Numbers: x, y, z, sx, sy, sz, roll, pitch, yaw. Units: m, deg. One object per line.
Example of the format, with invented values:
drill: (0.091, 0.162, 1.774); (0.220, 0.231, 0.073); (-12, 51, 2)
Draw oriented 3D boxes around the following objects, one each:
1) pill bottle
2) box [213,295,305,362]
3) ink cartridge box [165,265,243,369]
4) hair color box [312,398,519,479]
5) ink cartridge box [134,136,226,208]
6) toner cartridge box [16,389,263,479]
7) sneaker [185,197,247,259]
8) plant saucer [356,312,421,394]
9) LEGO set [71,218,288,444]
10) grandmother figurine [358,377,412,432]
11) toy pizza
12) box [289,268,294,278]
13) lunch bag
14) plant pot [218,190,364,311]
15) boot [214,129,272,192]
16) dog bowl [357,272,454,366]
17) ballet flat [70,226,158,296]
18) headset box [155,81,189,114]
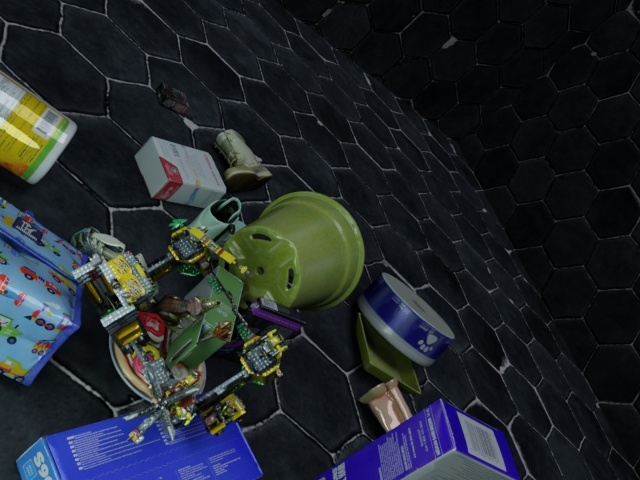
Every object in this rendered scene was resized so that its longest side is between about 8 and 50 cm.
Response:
pill bottle: (-0.563, -0.219, 1.150); (0.245, 0.136, 0.136); (37, 29, -25)
box: (-0.125, 0.179, 1.288); (0.116, 0.162, 0.029); (28, 30, -40)
ink cartridge box: (-0.206, 0.153, 1.177); (0.062, 0.109, 0.209); (38, 29, -22)
hair color box: (0.155, 0.432, 1.190); (0.185, 0.339, 0.110); (33, 28, -30)
ink cartridge box: (-0.317, -0.150, 1.523); (0.175, 0.072, 0.127); (11, 45, -53)
toner cartridge box: (-0.247, 0.336, 0.982); (0.348, 0.075, 0.165); (2, 52, -57)
sneaker: (-0.197, -0.030, 1.464); (0.094, 0.151, 0.256); (52, 24, 8)
plant saucer: (0.161, 0.299, 1.704); (0.188, 0.045, 0.188); (35, 24, -27)
LEGO set: (-0.204, 0.112, 0.975); (0.331, 0.255, 0.192); (62, -16, 19)
grandmother figurine: (0.218, 0.483, 1.506); (0.207, 0.104, 0.342); (-9, 60, -51)
toy pizza: (-0.277, 0.197, 1.169); (0.201, 0.032, 0.201); (37, 28, -24)
box: (-0.031, 0.047, 1.681); (0.101, 0.102, 0.087); (42, 29, -16)
lunch bag: (-0.472, 0.037, 1.002); (0.221, 0.138, 0.293); (37, 16, -26)
plant pot: (-0.076, 0.044, 1.398); (0.276, 0.276, 0.254); (53, 23, 6)
boot: (-0.226, -0.213, 1.750); (0.165, 0.077, 0.213); (54, 21, 8)
dog bowl: (0.230, 0.210, 1.794); (0.265, 0.104, 0.265); (40, 10, -8)
ballet flat: (-0.361, 0.038, 1.212); (0.188, 0.070, 0.070); (35, 29, -28)
headset box: (-0.386, -0.372, 1.757); (0.083, 0.032, 0.062); (18, 40, -45)
